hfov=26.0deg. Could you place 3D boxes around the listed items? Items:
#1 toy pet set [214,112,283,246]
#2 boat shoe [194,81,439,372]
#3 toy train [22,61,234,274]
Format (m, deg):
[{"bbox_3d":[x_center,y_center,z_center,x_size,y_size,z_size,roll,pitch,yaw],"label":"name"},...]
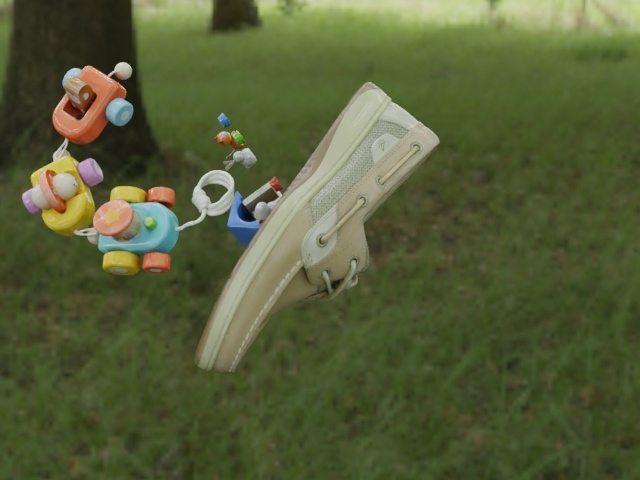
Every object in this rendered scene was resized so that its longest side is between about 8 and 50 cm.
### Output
[{"bbox_3d":[-0.079,-0.047,1.425,0.065,0.114,0.122,-36,54,-4],"label":"toy pet set"},{"bbox_3d":[0.000,0.000,1.204,0.098,0.302,0.109,35,-23,-1],"label":"boat shoe"},{"bbox_3d":[-0.144,-0.052,0.949,0.166,0.125,0.046,39,-1,27],"label":"toy train"}]
